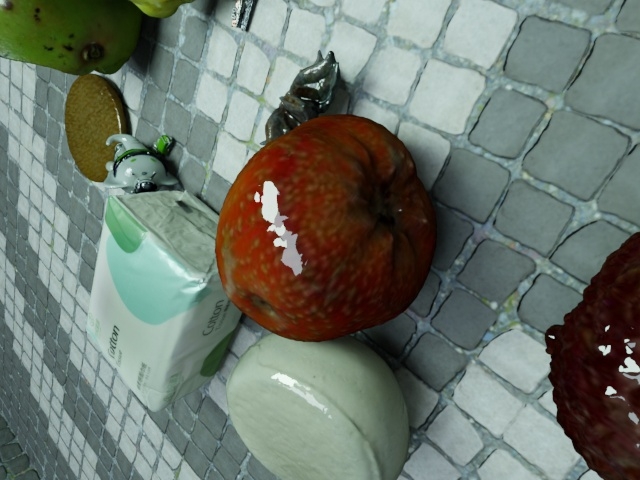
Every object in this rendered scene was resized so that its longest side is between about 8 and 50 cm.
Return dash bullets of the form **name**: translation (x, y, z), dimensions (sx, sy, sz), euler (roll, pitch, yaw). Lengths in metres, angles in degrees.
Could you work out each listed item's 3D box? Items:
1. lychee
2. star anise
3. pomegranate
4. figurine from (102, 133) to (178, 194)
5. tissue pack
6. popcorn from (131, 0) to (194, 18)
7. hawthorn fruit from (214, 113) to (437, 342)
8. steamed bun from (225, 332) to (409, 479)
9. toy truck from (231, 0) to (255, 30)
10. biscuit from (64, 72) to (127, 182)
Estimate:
- **lychee**: translation (0.321, 0.104, 0.329), dimensions (0.261, 0.261, 0.260), euler (9, 105, 34)
- **star anise**: translation (-0.035, -0.184, 0.603), dimensions (0.061, 0.180, 0.204), euler (33, 124, -17)
- **pomegranate**: translation (-0.493, -0.477, 0.744), dimensions (0.216, 0.310, 0.358), euler (-39, 83, 40)
- **figurine**: translation (-0.378, -0.152, 0.863), dimensions (0.192, 0.147, 0.126), euler (49, 145, 39)
- **tissue pack**: translation (-0.297, 0.109, 0.814), dimensions (0.266, 0.194, 0.356), euler (39, 120, 22)
- **popcorn**: translation (-0.212, -0.491, 0.612), dimensions (0.242, 0.235, 0.249), euler (-1, 69, 28)
- **hawthorn fruit**: translation (0.000, 0.000, 0.537), dimensions (0.275, 0.276, 0.299), euler (52, 130, 15)
- **steamed bun**: translation (0.006, 0.246, 0.631), dimensions (0.283, 0.177, 0.282), euler (17, 126, 26)
- **toy truck**: translation (-0.124, -0.390, 0.684), dimensions (0.032, 0.024, 0.083), euler (25, 118, 5)
- **biscuit**: translation (-0.541, -0.268, 1.006), dimensions (0.262, 0.037, 0.261), euler (9, 106, 35)
